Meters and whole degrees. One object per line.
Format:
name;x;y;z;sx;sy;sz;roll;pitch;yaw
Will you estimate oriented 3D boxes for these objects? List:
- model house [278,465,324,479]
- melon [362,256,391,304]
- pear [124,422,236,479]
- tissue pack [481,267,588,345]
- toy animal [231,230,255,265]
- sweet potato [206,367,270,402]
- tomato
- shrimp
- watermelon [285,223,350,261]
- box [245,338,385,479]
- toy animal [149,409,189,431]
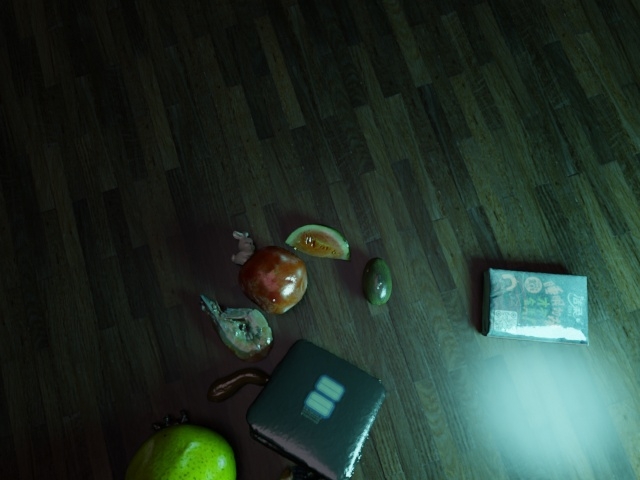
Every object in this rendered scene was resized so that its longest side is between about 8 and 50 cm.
model house;-0.056;0.769;1.390;0.190;0.271;0.301;10;64;-9
melon;0.190;0.138;1.555;0.099;0.099;0.162;-3;80;4
pear;-0.446;0.723;1.372;0.342;0.318;0.238;-4;99;1
tissue pack;0.698;0.216;1.501;0.315;0.103;0.228;4;81;6
toy animal;-0.266;0.031;1.621;0.085;0.071;0.124;11;89;25
sweet potato;-0.274;0.480;1.545;0.233;0.062;0.081;-18;94;-3
tomato;-0.152;0.127;1.530;0.232;0.188;0.232;1;84;-5
shrimp;-0.292;0.282;1.583;0.164;0.062;0.317;-44;84;-9
watermelon;-0.001;0.002;1.618;0.245;0.063;0.119;15;94;6
box;-0.008;0.518;1.424;0.359;0.091;0.350;26;52;12
toy animal;-0.510;0.620;1.541;0.135;0.047;0.065;-15;87;-4
